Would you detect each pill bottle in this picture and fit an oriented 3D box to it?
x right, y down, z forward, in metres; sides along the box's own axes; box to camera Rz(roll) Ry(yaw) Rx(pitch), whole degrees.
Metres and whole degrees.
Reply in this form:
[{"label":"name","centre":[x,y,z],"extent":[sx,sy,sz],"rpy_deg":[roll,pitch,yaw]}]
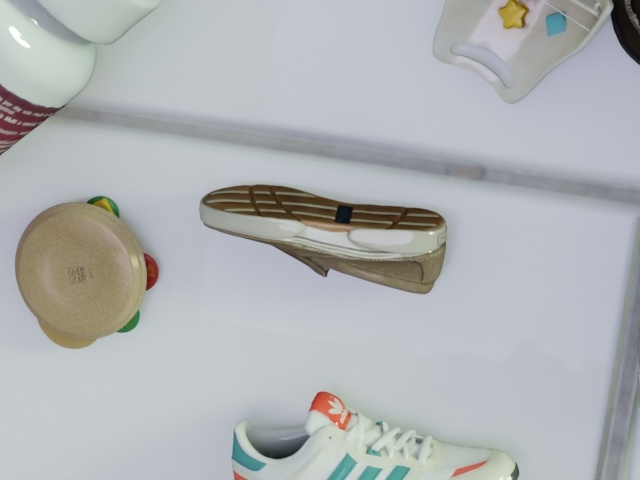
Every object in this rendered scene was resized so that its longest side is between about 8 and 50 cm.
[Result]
[{"label":"pill bottle","centre":[-0.198,-0.100,0.751],"extent":[0.221,0.121,0.121],"rpy_deg":[-34,92,17]}]

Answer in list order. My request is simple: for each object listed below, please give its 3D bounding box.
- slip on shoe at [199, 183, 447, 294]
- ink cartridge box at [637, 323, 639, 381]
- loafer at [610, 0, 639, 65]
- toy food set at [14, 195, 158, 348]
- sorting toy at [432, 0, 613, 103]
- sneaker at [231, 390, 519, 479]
[{"label":"slip on shoe","centre":[0.000,0.000,0.765],"extent":[0.135,0.051,0.041],"rpy_deg":[6,115,6]},{"label":"ink cartridge box","centre":[0.224,0.032,0.713],"extent":[0.122,0.052,0.089],"rpy_deg":[6,103,14]},{"label":"loafer","centre":[0.224,-0.163,0.658],"extent":[0.220,0.078,0.080],"rpy_deg":[-43,89,17]},{"label":"toy food set","centre":[-0.135,0.018,0.813],"extent":[0.082,0.020,0.083],"rpy_deg":[-23,95,17]},{"label":"sorting toy","centre":[0.096,-0.112,0.722],"extent":[0.083,0.045,0.075],"rpy_deg":[33,114,5]},{"label":"sneaker","centre":[0.024,0.120,0.776],"extent":[0.161,0.057,0.075],"rpy_deg":[-9,105,18]}]
